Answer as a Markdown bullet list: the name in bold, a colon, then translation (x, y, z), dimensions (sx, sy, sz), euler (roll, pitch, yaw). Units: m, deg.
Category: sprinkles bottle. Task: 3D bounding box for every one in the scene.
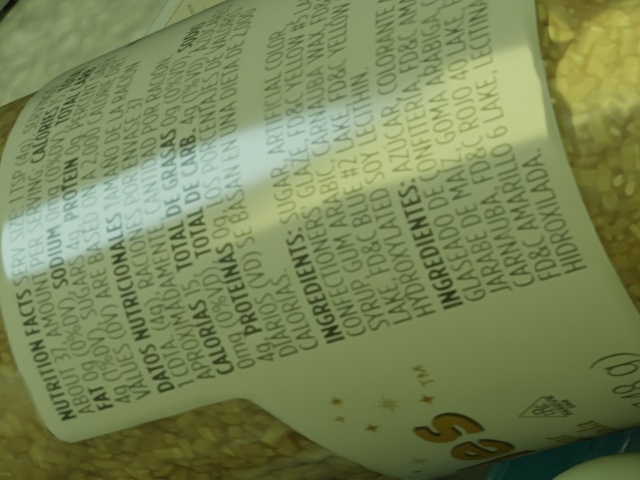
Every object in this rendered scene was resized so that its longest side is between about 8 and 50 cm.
- **sprinkles bottle**: translation (0.000, 0.000, 0.444), dimensions (0.355, 0.121, 0.121), euler (-19, 60, 32)

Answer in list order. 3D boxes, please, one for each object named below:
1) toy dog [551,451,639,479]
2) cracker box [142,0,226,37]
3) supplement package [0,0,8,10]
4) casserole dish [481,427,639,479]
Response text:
- **toy dog**: translation (0.104, 0.163, 0.279), dimensions (0.334, 0.161, 0.220), euler (21, 95, 44)
- **cracker box**: translation (-0.010, -0.002, 0.594), dimensions (0.232, 0.067, 0.155), euler (-52, 43, 23)
- **supplement package**: translation (-0.179, -0.188, 0.852), dimensions (0.105, 0.105, 0.179), euler (-42, 47, 33)
- **casserole dish**: translation (0.083, 0.082, 0.469), dimensions (0.114, 0.037, 0.188), euler (37, 106, 51)
